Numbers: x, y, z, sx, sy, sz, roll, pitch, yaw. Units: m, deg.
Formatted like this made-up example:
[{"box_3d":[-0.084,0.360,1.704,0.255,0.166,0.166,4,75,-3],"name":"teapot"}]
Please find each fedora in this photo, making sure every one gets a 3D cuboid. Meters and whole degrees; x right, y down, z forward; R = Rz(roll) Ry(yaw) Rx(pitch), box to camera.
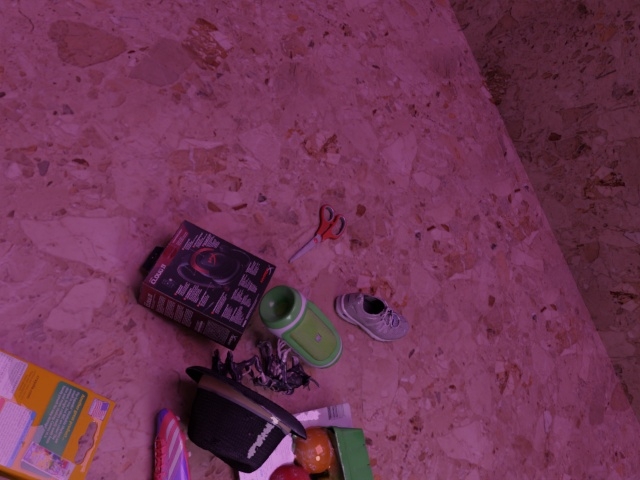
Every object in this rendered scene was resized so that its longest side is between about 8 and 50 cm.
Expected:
[{"box_3d":[-0.199,0.417,1.496,0.334,0.334,0.153,40,67,-22],"name":"fedora"}]

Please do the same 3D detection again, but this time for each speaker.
[{"box_3d":[-0.046,0.235,1.766,0.296,0.131,0.131,51,40,-48],"name":"speaker"}]

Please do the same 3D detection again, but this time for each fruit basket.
[{"box_3d":[-0.042,0.605,1.683,0.352,0.165,0.327,-6,75,-28],"name":"fruit basket"}]

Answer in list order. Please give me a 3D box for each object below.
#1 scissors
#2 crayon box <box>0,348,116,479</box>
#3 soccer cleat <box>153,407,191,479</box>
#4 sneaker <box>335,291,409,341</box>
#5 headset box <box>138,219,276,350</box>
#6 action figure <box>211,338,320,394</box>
[{"box_3d":[0.000,0.000,2.053,0.109,0.021,0.297,48,45,-18],"name":"scissors"},{"box_3d":[-0.596,0.353,1.308,0.323,0.083,0.203,34,52,-26],"name":"crayon box"},{"box_3d":[-0.338,0.503,1.485,0.095,0.083,0.248,-11,77,-29],"name":"soccer cleat"},{"box_3d":[0.181,0.236,2.046,0.281,0.115,0.105,24,57,-33],"name":"sneaker"},{"box_3d":[-0.288,0.101,1.630,0.293,0.110,0.218,27,51,-3],"name":"headset box"},{"box_3d":[-0.127,0.320,1.701,0.275,0.164,0.141,13,70,-32],"name":"action figure"}]
